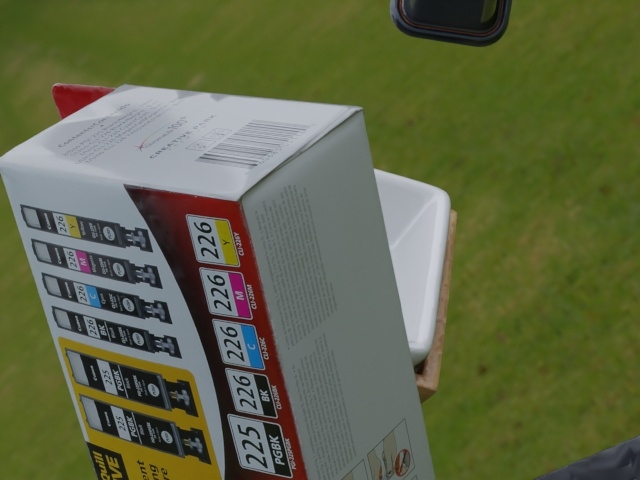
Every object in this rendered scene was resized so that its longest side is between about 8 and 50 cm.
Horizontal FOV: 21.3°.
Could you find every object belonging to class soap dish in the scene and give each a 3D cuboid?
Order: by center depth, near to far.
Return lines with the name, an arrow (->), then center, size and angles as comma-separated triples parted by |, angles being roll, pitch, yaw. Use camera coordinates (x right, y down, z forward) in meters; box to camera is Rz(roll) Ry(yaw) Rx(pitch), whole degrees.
soap dish -> 0.011, 0.041, 1.676 | 0.291, 0.229, 0.118 | -77, 4, -53

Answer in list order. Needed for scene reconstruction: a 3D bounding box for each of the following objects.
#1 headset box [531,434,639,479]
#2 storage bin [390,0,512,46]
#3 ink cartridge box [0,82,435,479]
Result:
headset box -> 0.151, 0.205, 0.517 | 0.246, 0.131, 0.283 | 141, 130, -61
storage bin -> 0.091, -0.211, 1.155 | 0.091, 0.098, 0.135 | 78, -159, -85
ink cartridge box -> -0.085, 0.064, 1.121 | 0.272, 0.309, 0.130 | 9, 33, 37
